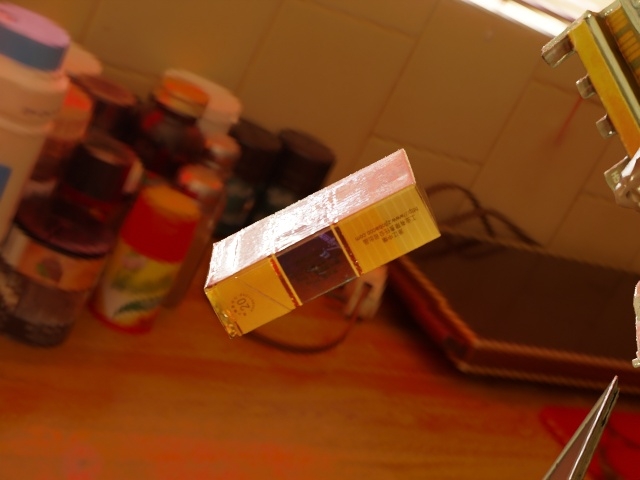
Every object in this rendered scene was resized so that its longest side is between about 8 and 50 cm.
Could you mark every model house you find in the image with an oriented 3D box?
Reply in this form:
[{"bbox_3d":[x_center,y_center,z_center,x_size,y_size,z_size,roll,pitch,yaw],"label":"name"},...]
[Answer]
[{"bbox_3d":[0.381,-0.165,1.217,0.198,0.215,0.224,1,61,-43],"label":"model house"}]

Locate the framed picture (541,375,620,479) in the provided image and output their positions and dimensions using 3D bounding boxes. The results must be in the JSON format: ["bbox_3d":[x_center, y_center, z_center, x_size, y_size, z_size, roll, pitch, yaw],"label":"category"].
[{"bbox_3d":[0.208,0.296,1.226,0.019,0.296,0.232,31,40,9],"label":"framed picture"}]

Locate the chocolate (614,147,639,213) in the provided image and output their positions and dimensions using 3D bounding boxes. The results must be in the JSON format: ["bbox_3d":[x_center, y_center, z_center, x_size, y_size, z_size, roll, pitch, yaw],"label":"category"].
[{"bbox_3d":[0.212,-0.056,0.501,0.112,0.112,0.321,37,25,14],"label":"chocolate"}]

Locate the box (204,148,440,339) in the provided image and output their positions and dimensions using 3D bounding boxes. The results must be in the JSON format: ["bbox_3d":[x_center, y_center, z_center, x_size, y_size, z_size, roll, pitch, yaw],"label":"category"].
[{"bbox_3d":[0.000,-0.001,1.270,0.070,0.237,0.152,59,8,-16],"label":"box"}]

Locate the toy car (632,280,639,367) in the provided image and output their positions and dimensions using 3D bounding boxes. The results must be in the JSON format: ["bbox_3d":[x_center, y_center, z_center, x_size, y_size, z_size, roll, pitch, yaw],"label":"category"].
[{"bbox_3d":[0.455,0.062,1.192,0.166,0.314,0.198,56,26,-28],"label":"toy car"}]
